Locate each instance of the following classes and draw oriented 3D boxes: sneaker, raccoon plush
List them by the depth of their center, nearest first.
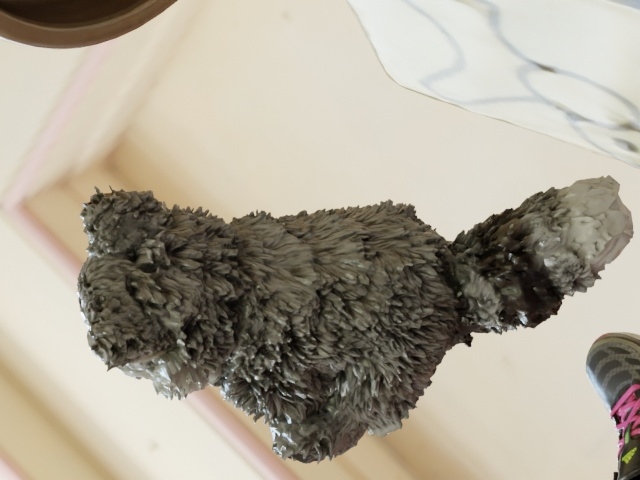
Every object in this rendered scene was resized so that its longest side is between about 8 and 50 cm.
[{"bbox_3d":[0.213,0.130,1.230,0.074,0.170,0.063,-6,-35,-38],"label":"sneaker"},{"bbox_3d":[0.000,0.000,1.628,0.446,0.216,0.299,-38,-39,18],"label":"raccoon plush"}]

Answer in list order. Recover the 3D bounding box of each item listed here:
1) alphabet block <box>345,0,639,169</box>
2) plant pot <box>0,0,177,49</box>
[{"bbox_3d":[0.121,-0.151,0.746,0.193,0.192,0.197,-64,-19,-10],"label":"alphabet block"},{"bbox_3d":[-0.189,-0.254,1.023,0.263,0.229,0.263,-25,-55,-41],"label":"plant pot"}]
